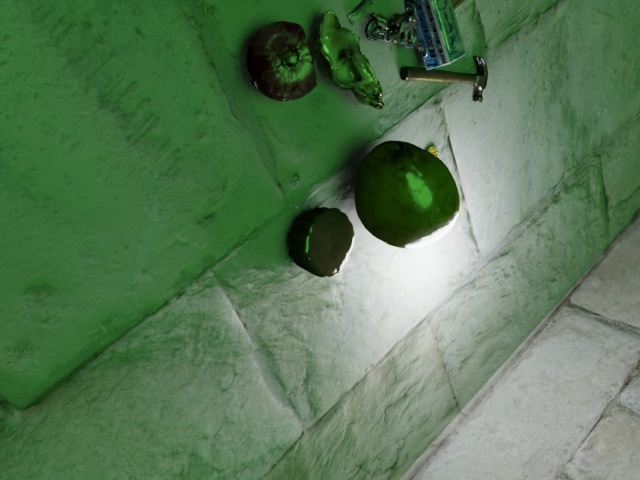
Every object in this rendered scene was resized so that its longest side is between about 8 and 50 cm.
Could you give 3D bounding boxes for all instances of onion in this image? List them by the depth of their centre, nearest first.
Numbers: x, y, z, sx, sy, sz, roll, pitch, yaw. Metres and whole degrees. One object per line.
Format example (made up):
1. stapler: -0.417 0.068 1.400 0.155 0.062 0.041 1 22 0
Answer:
1. onion: -0.114 -0.489 1.751 0.200 0.200 0.207 -29 135 -30

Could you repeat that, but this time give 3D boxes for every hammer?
1. hammer: 0.452 -0.585 2.276 0.440 0.044 0.168 -9 112 -38

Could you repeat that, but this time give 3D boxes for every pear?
1. pear: 0.276 -0.140 2.083 0.352 0.352 0.413 -52 142 -14

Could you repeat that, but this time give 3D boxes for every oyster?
1. oyster: 0.083 -0.531 1.943 0.341 0.110 0.166 35 76 -39

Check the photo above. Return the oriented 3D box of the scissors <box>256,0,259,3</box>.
1. scissors: -0.190 -0.678 1.726 0.036 0.006 0.083 -55 131 -13

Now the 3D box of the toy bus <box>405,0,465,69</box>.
1. toy bus: 0.373 -0.723 2.091 0.106 0.131 0.297 -35 115 -26

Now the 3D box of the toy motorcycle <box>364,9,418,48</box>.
1. toy motorcycle: 0.234 -0.688 2.032 0.212 0.084 0.118 -1 114 -35

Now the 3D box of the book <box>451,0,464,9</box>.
1. book: 0.425 -0.877 2.168 0.138 0.016 0.198 -43 128 -20

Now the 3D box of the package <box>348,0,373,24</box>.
1. package: 0.127 -0.718 1.973 0.110 0.015 0.037 -49 131 -14

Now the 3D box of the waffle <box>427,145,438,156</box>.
1. waffle: 0.411 -0.308 2.358 0.078 0.016 0.085 18 93 -43

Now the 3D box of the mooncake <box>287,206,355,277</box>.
1. mooncake: 0.000 0.000 2.052 0.228 0.124 0.228 -10 106 -38
